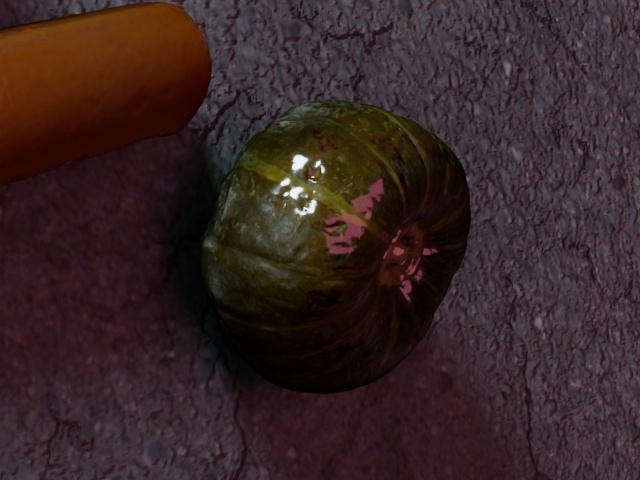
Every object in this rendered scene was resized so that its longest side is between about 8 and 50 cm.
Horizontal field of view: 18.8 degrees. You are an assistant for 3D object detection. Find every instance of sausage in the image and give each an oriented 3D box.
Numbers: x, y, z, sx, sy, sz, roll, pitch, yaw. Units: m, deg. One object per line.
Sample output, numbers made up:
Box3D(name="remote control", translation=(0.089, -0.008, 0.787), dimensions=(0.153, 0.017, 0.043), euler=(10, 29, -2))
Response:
Box3D(name="sausage", translation=(-0.197, -0.084, 1.213), dimensions=(0.348, 0.094, 0.097), euler=(-21, 98, -45))

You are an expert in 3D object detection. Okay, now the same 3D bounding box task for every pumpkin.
Box3D(name="pumpkin", translation=(0.000, 0.000, 1.384), dimensions=(0.219, 0.162, 0.219), euler=(-34, 137, -39))
